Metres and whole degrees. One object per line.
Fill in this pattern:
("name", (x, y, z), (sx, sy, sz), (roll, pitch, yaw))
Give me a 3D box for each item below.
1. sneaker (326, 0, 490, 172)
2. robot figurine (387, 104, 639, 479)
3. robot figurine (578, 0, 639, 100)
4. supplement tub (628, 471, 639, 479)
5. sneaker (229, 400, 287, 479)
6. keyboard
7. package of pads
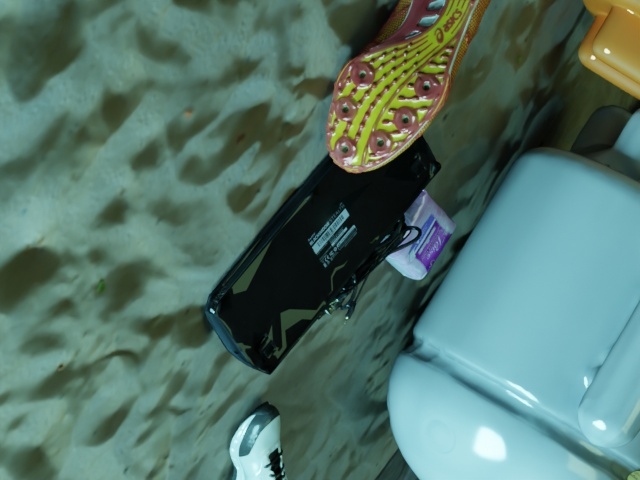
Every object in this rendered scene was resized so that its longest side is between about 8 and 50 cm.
("sneaker", (0.063, -0.113, 0.902), (0.175, 0.064, 0.067), (-58, 166, 1))
("robot figurine", (0.183, 0.071, 1.164), (0.353, 0.200, 0.300), (-58, -169, -3))
("robot figurine", (0.272, -0.209, 1.129), (0.219, 0.128, 0.158), (-59, 145, -1))
("supplement tub", (0.279, 0.183, 1.448), (0.316, 0.228, 0.228), (-53, 155, -17))
("sneaker", (-0.035, 0.152, 1.024), (0.040, 0.044, 0.109), (-34, 143, -41))
("keyboard", (0.000, 0.000, 0.955), (0.192, 0.038, 0.100), (-49, 130, -23))
("package of pads", (0.059, -0.007, 1.046), (0.050, 0.032, 0.083), (-56, 156, -3))
